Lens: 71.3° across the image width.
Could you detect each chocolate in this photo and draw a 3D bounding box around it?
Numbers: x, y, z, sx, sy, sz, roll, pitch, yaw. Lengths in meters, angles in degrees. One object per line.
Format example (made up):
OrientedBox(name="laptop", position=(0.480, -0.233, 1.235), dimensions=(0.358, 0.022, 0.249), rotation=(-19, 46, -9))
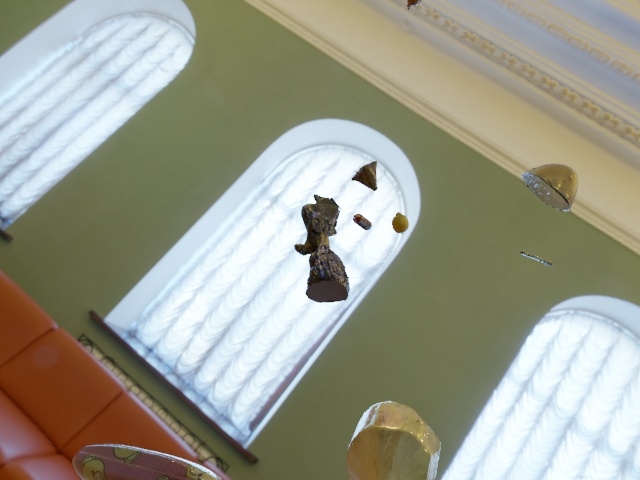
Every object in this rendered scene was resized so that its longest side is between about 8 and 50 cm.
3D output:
OrientedBox(name="chocolate", position=(0.000, -0.002, 1.227), dimensions=(0.148, 0.344, 0.126), rotation=(-6, -32, -2))

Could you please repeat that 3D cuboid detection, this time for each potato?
OrientedBox(name="potato", position=(0.791, -0.197, 1.492), dimensions=(0.182, 0.117, 0.202), rotation=(47, 7, -5))

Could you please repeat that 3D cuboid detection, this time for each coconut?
OrientedBox(name="coconut", position=(0.158, 0.478, 0.983), dimensions=(0.197, 0.237, 0.237), rotation=(15, -25, 19))

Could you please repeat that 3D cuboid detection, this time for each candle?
OrientedBox(name="candle", position=(0.179, -0.086, 1.962), dimensions=(0.052, 0.052, 0.130), rotation=(28, -3, 36))

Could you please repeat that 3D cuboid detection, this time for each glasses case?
OrientedBox(name="glasses case", position=(-0.284, 0.404, 0.745), dimensions=(0.316, 0.076, 0.123), rotation=(-3, -53, 26))

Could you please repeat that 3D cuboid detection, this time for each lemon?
OrientedBox(name="lemon", position=(0.282, -0.061, 1.582), dimensions=(0.062, 0.062, 0.084), rotation=(5, -68, 63))

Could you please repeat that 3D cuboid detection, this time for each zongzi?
OrientedBox(name="zongzi", position=(0.102, -0.154, 1.068), dimensions=(0.073, 0.083, 0.067), rotation=(-26, -66, 27))

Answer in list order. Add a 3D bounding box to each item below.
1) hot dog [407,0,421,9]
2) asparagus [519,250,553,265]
OrientedBox(name="hot dog", position=(0.261, -0.601, 0.914), dimensions=(0.072, 0.269, 0.109), rotation=(21, 39, -33))
OrientedBox(name="asparagus", position=(0.563, 0.047, 1.156), dimensions=(0.165, 0.013, 0.016), rotation=(16, -2, -35))
